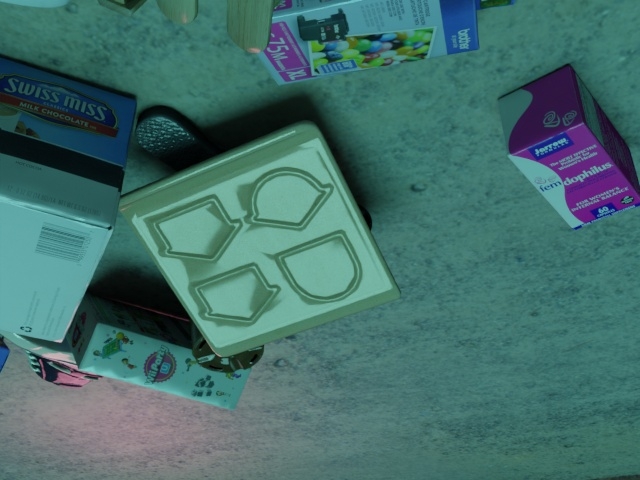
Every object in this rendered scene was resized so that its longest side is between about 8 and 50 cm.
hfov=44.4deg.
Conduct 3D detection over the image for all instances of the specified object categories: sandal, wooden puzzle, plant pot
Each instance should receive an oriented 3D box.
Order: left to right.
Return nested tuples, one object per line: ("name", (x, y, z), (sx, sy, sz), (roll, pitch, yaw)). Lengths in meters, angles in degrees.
("sandal", (-0.169, -0.115, 1.185), (0.097, 0.054, 0.254), (-26, 129, 21))
("plant pot", (-0.167, 0.137, 1.412), (0.167, 0.165, 0.167), (-5, 136, -4))
("wooden puzzle", (-0.085, 0.003, 1.186), (0.322, 0.080, 0.348), (-20, 123, 15))

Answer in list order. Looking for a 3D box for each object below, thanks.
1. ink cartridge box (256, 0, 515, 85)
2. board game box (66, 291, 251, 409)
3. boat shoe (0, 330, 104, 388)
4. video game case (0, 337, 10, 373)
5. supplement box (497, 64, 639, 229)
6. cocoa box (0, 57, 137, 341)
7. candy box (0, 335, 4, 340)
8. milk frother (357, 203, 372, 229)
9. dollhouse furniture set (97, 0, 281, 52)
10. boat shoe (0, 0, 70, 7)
("ink cartridge box", (0.073, -0.261, 0.904), (0.311, 0.065, 0.186), (-10, 168, 11))
("board game box", (-0.312, 0.206, 1.491), (0.303, 0.097, 0.224), (22, -178, -26))
("boat shoe", (-0.556, 0.211, 1.569), (0.158, 0.127, 0.340), (-29, 137, 24))
("video game case", (-0.640, 0.120, 1.206), (0.269, 0.061, 0.244), (27, 174, -34))
("supplement box", (0.356, -0.125, 1.112), (0.111, 0.114, 0.220), (-24, 137, 32))
("cocoa box", (-0.424, -0.047, 1.113), (0.231, 0.228, 0.347), (16, 142, -19))
("candy box", (-0.760, 0.184, 1.523), (0.233, 0.071, 0.159), (17, 156, -40))
("milk frother", (0.000, 0.000, 1.320), (0.143, 0.129, 0.135), (39, 149, 19))
("dollhouse furniture set", (-0.101, -0.291, 0.794), (0.242, 0.212, 0.161), (25, 145, 10))
("boat shoe", (-0.392, -0.340, 0.804), (0.302, 0.109, 0.094), (20, 138, -22))
